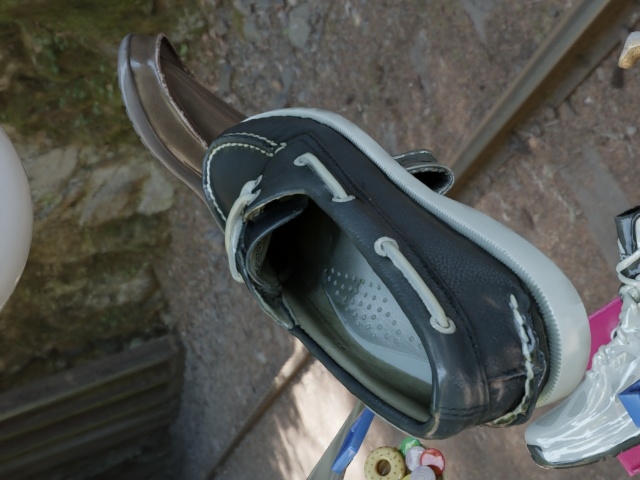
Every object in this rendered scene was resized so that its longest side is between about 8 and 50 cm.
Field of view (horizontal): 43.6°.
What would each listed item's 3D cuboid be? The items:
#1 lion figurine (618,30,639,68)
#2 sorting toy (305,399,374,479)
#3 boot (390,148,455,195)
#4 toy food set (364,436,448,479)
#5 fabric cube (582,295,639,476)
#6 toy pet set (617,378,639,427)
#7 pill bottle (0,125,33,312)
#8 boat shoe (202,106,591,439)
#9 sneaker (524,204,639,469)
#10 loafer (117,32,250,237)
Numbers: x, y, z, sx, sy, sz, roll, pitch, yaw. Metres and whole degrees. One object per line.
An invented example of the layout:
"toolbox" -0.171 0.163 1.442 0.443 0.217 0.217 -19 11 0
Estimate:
"lion figurine" 0.366 -0.204 0.597 0.240 0.142 0.392 21 170 24
"sorting toy" 0.009 0.300 0.941 0.047 0.196 0.348 30 124 3
"boot" 0.100 -0.079 1.174 0.208 0.189 0.076 -79 -36 -71
"toy food set" 0.079 0.222 0.728 0.020 0.082 0.083 36 -142 -46
"fabric cube" 0.583 0.226 1.438 0.258 0.254 0.259 58 -164 15
"toy pet set" 0.381 0.208 0.869 0.065 0.122 0.114 -34 83 29
"pill bottle" -0.241 0.035 0.384 0.264 0.146 0.146 -41 69 47
"boat shoe" 0.000 0.000 0.439 0.302 0.091 0.114 28 124 49
"sneaker" 0.423 0.104 1.077 0.257 0.447 0.169 56 -163 9
"loafer" -0.113 -0.121 1.011 0.366 0.130 0.134 54 -159 -34
